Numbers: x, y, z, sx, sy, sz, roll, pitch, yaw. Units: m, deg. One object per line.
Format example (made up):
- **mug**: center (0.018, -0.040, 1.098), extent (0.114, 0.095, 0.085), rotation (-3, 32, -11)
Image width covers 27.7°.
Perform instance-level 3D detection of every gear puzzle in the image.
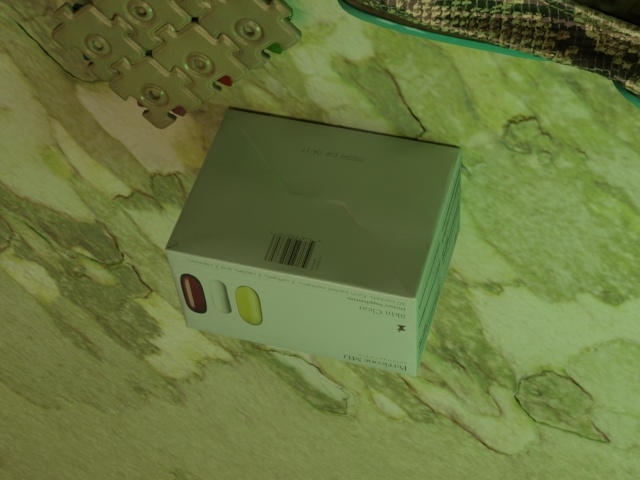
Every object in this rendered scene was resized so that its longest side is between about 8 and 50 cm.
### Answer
- **gear puzzle**: center (-0.115, -0.234, 1.266), extent (0.175, 0.044, 0.339), rotation (41, 138, -24)

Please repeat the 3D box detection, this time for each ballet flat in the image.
- **ballet flat**: center (0.242, -0.197, 1.047), extent (0.483, 0.164, 0.182), rotation (22, 125, 1)

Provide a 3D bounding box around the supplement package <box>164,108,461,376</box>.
- **supplement package**: center (0.000, 0.000, 1.373), extent (0.262, 0.204, 0.145), rotation (11, 144, 14)
